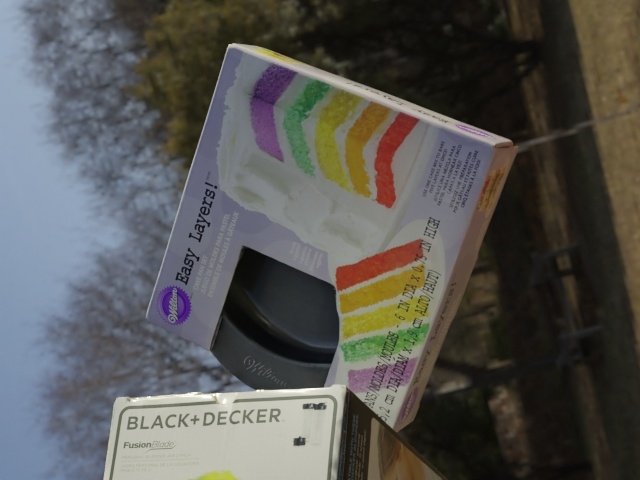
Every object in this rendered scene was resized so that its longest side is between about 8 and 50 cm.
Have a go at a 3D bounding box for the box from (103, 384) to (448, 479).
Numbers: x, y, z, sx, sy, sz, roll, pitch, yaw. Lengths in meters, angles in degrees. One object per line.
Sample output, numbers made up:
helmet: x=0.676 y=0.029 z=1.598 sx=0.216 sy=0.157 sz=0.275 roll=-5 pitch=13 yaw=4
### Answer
box: x=-0.008 y=0.192 z=0.871 sx=0.290 sy=0.169 sz=0.087 roll=50 pitch=-140 yaw=-55

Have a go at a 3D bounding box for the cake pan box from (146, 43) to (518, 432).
cake pan box: x=0.000 y=0.000 z=1.033 sx=0.070 sy=0.245 sz=0.267 roll=-14 pitch=-54 yaw=-65
